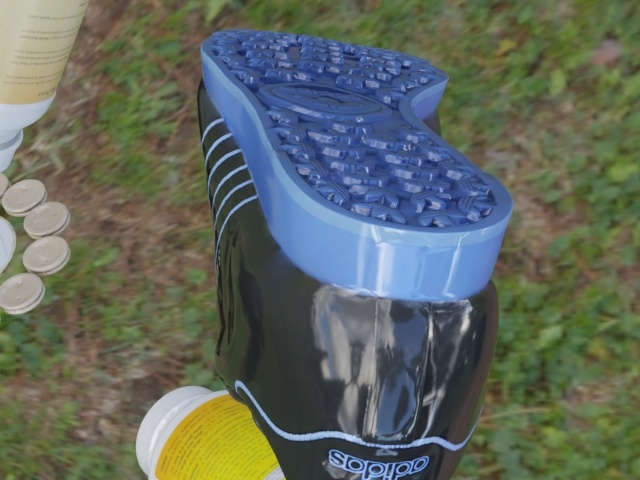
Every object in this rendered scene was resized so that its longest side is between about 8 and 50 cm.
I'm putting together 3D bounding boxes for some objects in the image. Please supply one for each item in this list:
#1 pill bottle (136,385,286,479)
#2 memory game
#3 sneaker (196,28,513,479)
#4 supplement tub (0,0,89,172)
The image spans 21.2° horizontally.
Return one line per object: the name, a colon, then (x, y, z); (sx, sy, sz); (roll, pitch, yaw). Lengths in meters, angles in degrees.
pill bottle: (-0.047, 0.185, 1.258); (0.117, 0.215, 0.117); (-16, 118, -33)
memory game: (-0.278, 0.016, 1.316); (0.186, 0.186, 0.012); (-36, 136, -17)
sneaker: (0.000, 0.000, 0.490); (0.081, 0.232, 0.090); (8, 108, -6)
supplement tub: (-0.210, -0.153, 1.016); (0.144, 0.144, 0.199); (17, 111, -17)
